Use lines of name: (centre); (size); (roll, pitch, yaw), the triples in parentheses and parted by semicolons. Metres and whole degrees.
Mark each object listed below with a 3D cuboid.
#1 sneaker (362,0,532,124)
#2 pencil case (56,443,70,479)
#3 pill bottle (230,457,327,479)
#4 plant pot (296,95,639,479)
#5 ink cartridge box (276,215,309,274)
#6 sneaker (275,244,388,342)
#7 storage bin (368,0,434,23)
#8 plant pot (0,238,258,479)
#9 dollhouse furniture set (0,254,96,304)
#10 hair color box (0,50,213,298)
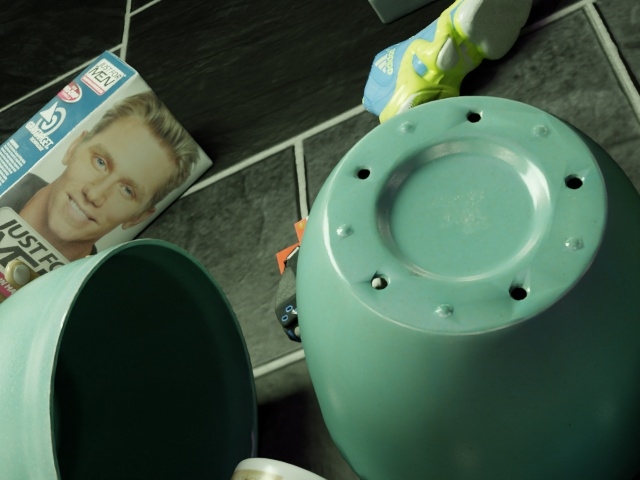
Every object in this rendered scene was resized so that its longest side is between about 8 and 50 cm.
sneaker: (0.132, -0.226, 1.118); (0.240, 0.091, 0.126); (-49, 41, -11)
pencil case: (-0.264, 0.194, 1.022); (0.098, 0.095, 0.209); (5, 49, 2)
pill bottle: (-0.050, 0.278, 0.768); (0.112, 0.112, 0.186); (-1, 53, 36)
plant pot: (0.112, 0.037, 0.715); (0.293, 0.235, 0.292); (-7, 57, 11)
ink cartridge box: (0.000, 0.000, 1.052); (0.115, 0.029, 0.062); (-29, 42, 11)
sneaker: (0.024, 0.079, 0.938); (0.121, 0.079, 0.216); (-40, 39, 15)
storage bin: (0.108, -0.348, 1.254); (0.135, 0.098, 0.091); (-24, 53, 17)
plant pot: (-0.209, 0.156, 0.848); (0.196, 0.293, 0.293); (-9, 48, 25)
dollhouse furniture set: (-0.293, 0.067, 1.133); (0.151, 0.123, 0.144); (-4, 51, 34)
hair color box: (-0.324, -0.051, 1.227); (0.347, 0.174, 0.105); (-45, 41, -7)
